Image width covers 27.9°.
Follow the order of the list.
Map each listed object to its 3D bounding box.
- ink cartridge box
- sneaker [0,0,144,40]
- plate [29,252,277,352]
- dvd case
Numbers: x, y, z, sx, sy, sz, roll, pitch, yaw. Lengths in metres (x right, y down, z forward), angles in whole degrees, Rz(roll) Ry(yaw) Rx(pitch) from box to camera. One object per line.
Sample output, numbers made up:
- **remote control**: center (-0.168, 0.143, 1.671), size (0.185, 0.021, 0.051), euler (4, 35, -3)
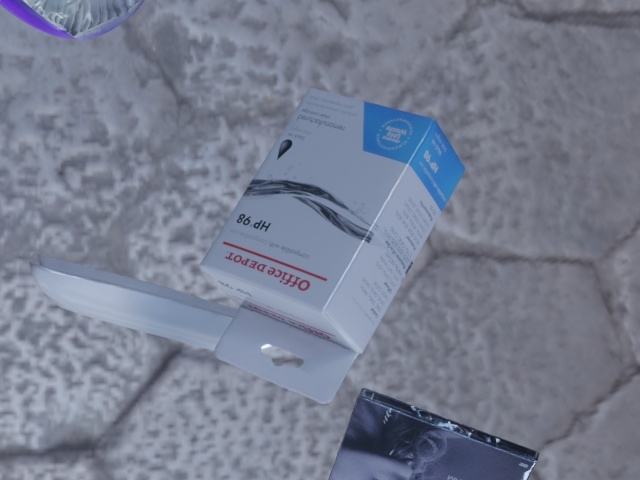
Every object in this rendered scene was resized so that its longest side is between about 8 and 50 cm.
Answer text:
- **ink cartridge box**: center (0.000, 0.000, 0.812), size (0.180, 0.104, 0.060), euler (-60, 143, -17)
- **sneaker**: center (-0.174, -0.208, 0.536), size (0.102, 0.146, 0.293), euler (-39, 102, -24)
- **plate**: center (-0.185, 0.073, 1.408), size (0.278, 0.277, 0.045), euler (17, 89, -12)
- **dvd case**: center (0.087, 0.239, 1.185), size (0.164, 0.018, 0.221), euler (20, 132, 4)
